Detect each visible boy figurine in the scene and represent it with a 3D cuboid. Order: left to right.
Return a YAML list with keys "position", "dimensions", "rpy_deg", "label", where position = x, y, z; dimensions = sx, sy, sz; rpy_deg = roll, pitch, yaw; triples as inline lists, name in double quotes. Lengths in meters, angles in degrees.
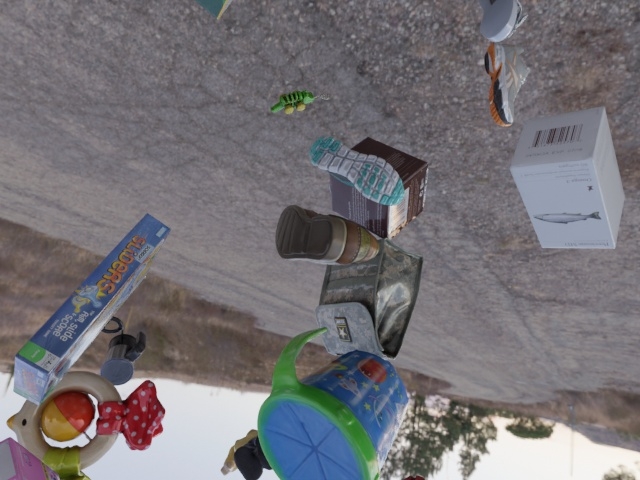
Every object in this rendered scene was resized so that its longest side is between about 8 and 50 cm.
- position: [-0.168, 0.534, 1.137]
  dimensions: [0.177, 0.092, 0.285]
  rpy_deg: [-28, 166, -18]
  label: "boy figurine"

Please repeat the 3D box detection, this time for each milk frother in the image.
- position: [-0.563, 0.294, 1.226]
  dimensions: [0.143, 0.129, 0.135]
  rpy_deg: [31, -175, -22]
  label: "milk frother"

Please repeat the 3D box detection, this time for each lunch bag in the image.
- position: [0.111, 0.163, 1.151]
  dimensions: [0.168, 0.287, 0.235]
  rpy_deg: [24, 159, -28]
  label: "lunch bag"

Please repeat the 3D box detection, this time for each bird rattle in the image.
- position: [-0.406, 0.320, 0.769]
  dimensions: [0.207, 0.253, 0.143]
  rpy_deg: [48, 168, -1]
  label: "bird rattle"

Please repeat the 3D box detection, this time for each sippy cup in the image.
- position: [0.043, 0.323, 0.821]
  dimensions: [0.240, 0.306, 0.224]
  rpy_deg: [20, -153, 30]
  label: "sippy cup"

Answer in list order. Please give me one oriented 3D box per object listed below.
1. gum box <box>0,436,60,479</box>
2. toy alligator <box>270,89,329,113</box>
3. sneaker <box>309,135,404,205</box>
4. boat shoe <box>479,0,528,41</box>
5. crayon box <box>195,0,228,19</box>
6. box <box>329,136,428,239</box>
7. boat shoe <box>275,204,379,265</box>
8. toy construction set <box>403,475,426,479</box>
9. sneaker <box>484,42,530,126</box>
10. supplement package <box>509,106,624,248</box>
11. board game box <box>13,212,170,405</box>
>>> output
- position: [-0.338, 0.268, 0.387]
  dimensions: [0.062, 0.188, 0.107]
  rpy_deg: [46, 150, 34]
  label: "gum box"
- position: [-0.060, -0.426, 1.339]
  dimensions: [0.189, 0.056, 0.051]
  rpy_deg: [-19, 160, -12]
  label: "toy alligator"
- position: [0.064, -0.109, 0.717]
  dimensions: [0.166, 0.065, 0.076]
  rpy_deg: [36, -175, 16]
  label: "sneaker"
- position: [0.529, -0.644, 1.300]
  dimensions: [0.105, 0.306, 0.113]
  rpy_deg: [32, 130, -21]
  label: "boat shoe"
- position: [-0.170, -0.670, 1.001]
  dimensions: [0.083, 0.203, 0.323]
  rpy_deg: [35, 160, -21]
  label: "crayon box"
- position: [0.153, -0.140, 1.200]
  dimensions: [0.203, 0.167, 0.169]
  rpy_deg: [33, 147, 31]
  label: "box"
- position: [0.000, 0.000, 0.875]
  dimensions: [0.104, 0.111, 0.307]
  rpy_deg: [12, -175, -25]
  label: "boat shoe"
- position: [-0.015, 0.345, 0.420]
  dimensions: [0.237, 0.258, 0.309]
  rpy_deg: [-16, 137, 38]
  label: "toy construction set"
- position: [0.580, -0.478, 1.361]
  dimensions: [0.121, 0.263, 0.099]
  rpy_deg: [-4, 176, 0]
  label: "sneaker"
- position: [0.363, -0.083, 0.652]
  dimensions: [0.105, 0.105, 0.179]
  rpy_deg: [-1, 140, 43]
  label: "supplement package"
- position: [-0.256, 0.075, 0.509]
  dimensions: [0.035, 0.201, 0.136]
  rpy_deg: [36, 138, -10]
  label: "board game box"
